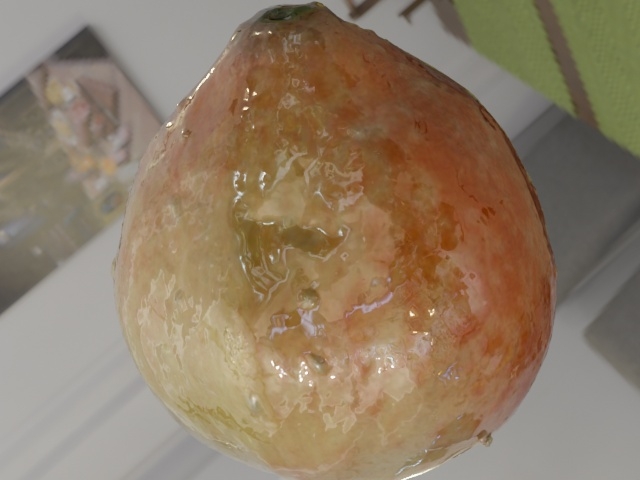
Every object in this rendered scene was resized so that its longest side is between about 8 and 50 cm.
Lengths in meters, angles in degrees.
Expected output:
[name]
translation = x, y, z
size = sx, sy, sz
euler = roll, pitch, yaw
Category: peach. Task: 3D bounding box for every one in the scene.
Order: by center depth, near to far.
[peach]
translation = 0.000, 0.000, 0.569
size = 0.232, 0.232, 0.232
euler = 49, 175, 6
